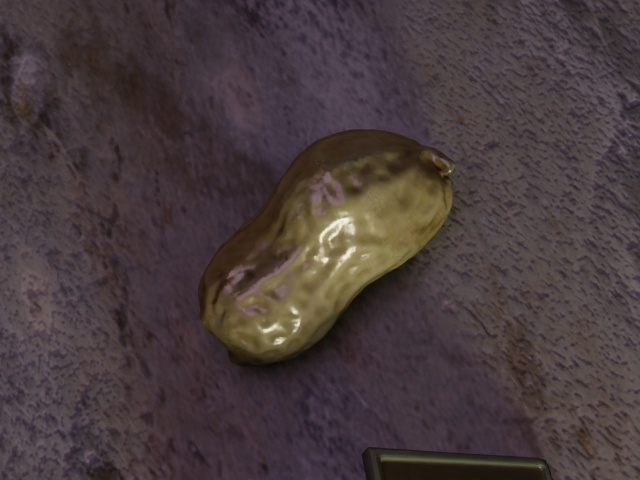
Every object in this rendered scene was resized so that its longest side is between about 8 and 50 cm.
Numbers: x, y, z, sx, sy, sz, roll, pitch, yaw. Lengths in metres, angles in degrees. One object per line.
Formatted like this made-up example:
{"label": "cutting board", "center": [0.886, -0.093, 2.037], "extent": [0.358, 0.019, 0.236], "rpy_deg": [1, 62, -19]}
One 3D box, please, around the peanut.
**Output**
{"label": "peanut", "center": [-0.001, -0.008, 1.698], "extent": [0.291, 0.159, 0.143], "rpy_deg": [-41, 39, -10]}

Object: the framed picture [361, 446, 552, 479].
{"label": "framed picture", "center": [0.145, 0.305, 1.524], "extent": [0.192, 0.018, 0.265], "rpy_deg": [6, 53, -23]}
